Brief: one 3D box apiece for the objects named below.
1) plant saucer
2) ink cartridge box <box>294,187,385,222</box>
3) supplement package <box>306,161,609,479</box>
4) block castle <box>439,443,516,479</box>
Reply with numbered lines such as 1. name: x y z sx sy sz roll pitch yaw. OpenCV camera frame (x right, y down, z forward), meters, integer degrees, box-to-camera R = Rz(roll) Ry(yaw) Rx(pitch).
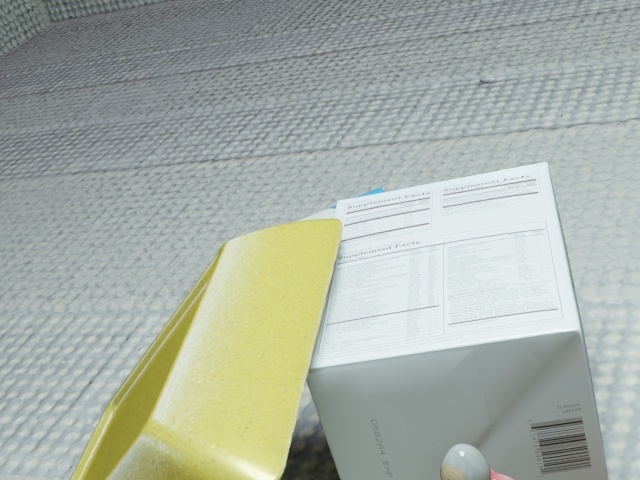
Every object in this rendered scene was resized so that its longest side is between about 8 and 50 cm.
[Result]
1. plant saucer: -0.121 0.154 0.775 0.332 0.081 0.332 -52 11 30
2. ink cartridge box: 0.059 0.034 1.108 0.134 0.078 0.231 -23 28 -10
3. supplement package: 0.119 0.092 0.834 0.198 0.199 0.262 -10 28 13
4. block castle: 0.280 0.215 0.501 0.303 0.212 0.453 -27 28 -18
